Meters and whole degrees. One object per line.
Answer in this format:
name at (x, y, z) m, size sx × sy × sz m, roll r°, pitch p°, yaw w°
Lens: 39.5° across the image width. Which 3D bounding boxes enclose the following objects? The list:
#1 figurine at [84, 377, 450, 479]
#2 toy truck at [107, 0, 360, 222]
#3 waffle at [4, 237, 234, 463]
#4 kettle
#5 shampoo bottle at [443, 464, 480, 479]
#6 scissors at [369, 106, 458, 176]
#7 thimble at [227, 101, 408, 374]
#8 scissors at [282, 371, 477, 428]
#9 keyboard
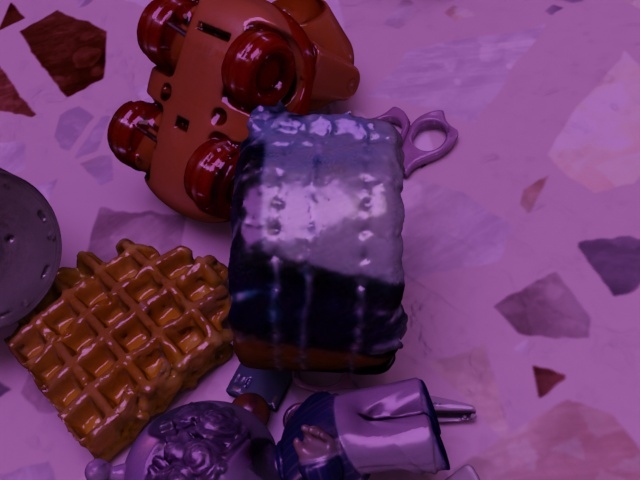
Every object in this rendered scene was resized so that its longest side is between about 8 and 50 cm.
figurine at (-0.037, 0.188, 0.721) m, size 0.274 × 0.133 × 0.194 m, roll -5°, pitch 41°, yaw 25°
toy truck at (-0.076, -0.150, 0.984) m, size 0.189 × 0.239 × 0.265 m, roll 29°, pitch 107°, yaw 32°
waffle at (-0.196, 0.077, 0.905) m, size 0.219 × 0.057 × 0.229 m, roll -39°, pitch 53°, yaw -15°
kettle at (-0.410, 0.009, 0.936) m, size 0.255 × 0.165 × 0.240 m, roll 21°, pitch 92°, yaw 46°
shampoo bottle at (0.021, 0.294, 0.671) m, size 0.284 × 0.071 × 0.153 m, roll -23°, pitch 44°, yaw -4°
scissors at (0.072, -0.064, 0.961) m, size 0.110 × 0.021 × 0.212 m, roll 11°, pitch 57°, yaw 25°
thimble at (0.000, 0.000, 0.783) m, size 0.150 × 0.237 × 0.237 m, roll 3°, pitch 54°, yaw 1°
scissors at (0.053, 0.148, 0.805) m, size 0.176 × 0.022 × 0.085 m, roll 3°, pitch 63°, yaw 19°
keyboard at (-0.029, 0.084, 0.881) m, size 0.055 × 0.014 × 0.176 m, roll 14°, pitch 59°, yaw 23°
